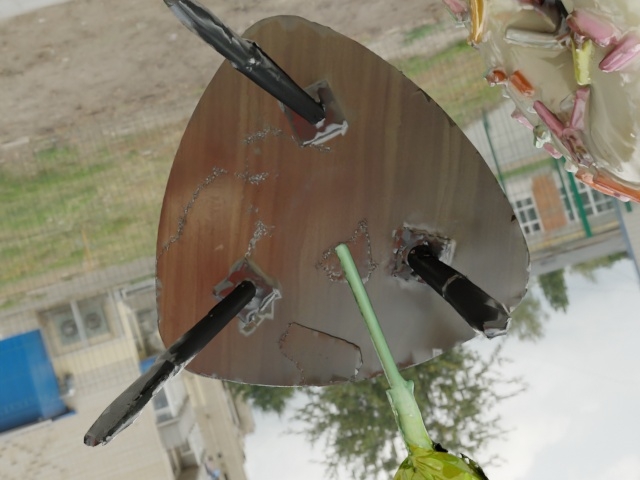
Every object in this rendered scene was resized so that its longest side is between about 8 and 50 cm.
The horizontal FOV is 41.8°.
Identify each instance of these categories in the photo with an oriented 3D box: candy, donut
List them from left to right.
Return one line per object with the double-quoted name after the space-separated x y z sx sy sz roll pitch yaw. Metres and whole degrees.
0.047 0.092 0.498 0.062 0.194 0.058 -18 171 -17 "candy"
0.181 -0.193 0.583 0.142 0.383 0.382 -30 178 1 "donut"

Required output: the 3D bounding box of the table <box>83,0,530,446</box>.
0.000 0.000 0.571 0.317 0.317 0.249 -17 -178 11 "table"
